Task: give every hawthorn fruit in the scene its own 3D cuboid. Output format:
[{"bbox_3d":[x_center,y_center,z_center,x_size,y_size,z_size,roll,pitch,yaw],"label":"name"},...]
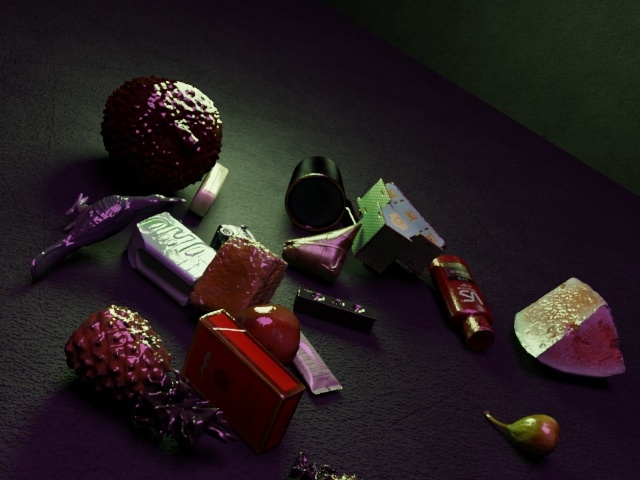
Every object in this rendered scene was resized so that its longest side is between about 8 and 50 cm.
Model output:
[{"bbox_3d":[-0.123,0.203,1.720,0.149,0.149,0.189,39,27,27],"label":"hawthorn fruit"}]

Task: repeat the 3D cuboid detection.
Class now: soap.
[{"bbox_3d":[-0.332,0.034,1.919,0.230,0.091,0.145,35,32,19],"label":"soap"}]

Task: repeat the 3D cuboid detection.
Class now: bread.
[{"bbox_3d":[-0.172,0.088,1.831,0.138,0.196,0.102,32,-9,17],"label":"bread"}]

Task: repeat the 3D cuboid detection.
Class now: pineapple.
[{"bbox_3d":[-0.297,0.266,1.525,0.340,0.169,0.169,40,33,14],"label":"pineapple"},{"bbox_3d":[0.018,0.442,1.496,0.197,0.108,0.108,28,28,34],"label":"pineapple"}]

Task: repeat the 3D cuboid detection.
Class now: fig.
[{"bbox_3d":[0.441,0.418,1.859,0.166,0.093,0.093,-6,6,43],"label":"fig"}]

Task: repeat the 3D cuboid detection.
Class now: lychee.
[{"bbox_3d":[-0.405,-0.269,2.179,0.306,0.306,0.330,-2,10,-36],"label":"lychee"}]

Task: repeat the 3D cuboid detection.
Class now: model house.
[{"bbox_3d":[0.170,-0.010,2.224,0.271,0.178,0.206,53,30,10],"label":"model house"}]

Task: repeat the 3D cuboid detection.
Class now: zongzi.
[{"bbox_3d":[0.000,0.000,2.144,0.160,0.078,0.176,24,69,2],"label":"zongzi"}]

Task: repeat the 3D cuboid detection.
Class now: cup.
[{"bbox_3d":[0.001,-0.105,2.363,0.165,0.240,0.177,-20,24,10],"label":"cup"}]

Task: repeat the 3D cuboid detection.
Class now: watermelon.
[{"bbox_3d":[0.632,0.219,2.160,0.261,0.201,0.213,6,24,-19],"label":"watermelon"}]

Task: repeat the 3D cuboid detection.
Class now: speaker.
[{"bbox_3d":[0.033,0.163,1.999,0.191,0.046,0.040,17,28,-7],"label":"speaker"}]

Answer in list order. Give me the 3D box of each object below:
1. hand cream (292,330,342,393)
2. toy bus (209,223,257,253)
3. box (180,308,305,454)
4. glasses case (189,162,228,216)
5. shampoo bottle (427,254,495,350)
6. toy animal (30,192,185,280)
[{"bbox_3d":[-0.043,0.237,1.835,0.080,0.050,0.234,-5,44,-40],"label":"hand cream"},{"bbox_3d":[-0.180,0.052,1.988,0.108,0.096,0.199,4,36,-37],"label":"toy bus"},{"bbox_3d":[-0.150,0.263,1.606,0.239,0.153,0.074,39,38,26],"label":"box"},{"bbox_3d":[-0.289,-0.133,2.226,0.050,0.083,0.196,33,30,-11],"label":"glasses case"},{"bbox_3d":[0.367,0.155,2.207,0.118,0.076,0.314,15,30,-19],"label":"shampoo bottle"},{"bbox_3d":[-0.500,-0.041,1.883,0.367,0.081,0.205,-29,32,-27],"label":"toy animal"}]
